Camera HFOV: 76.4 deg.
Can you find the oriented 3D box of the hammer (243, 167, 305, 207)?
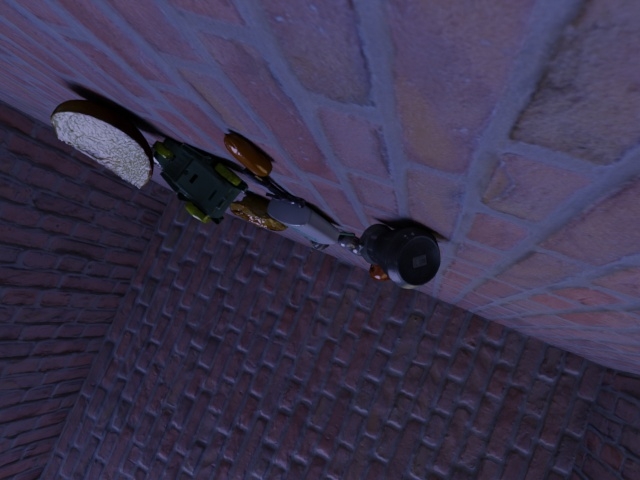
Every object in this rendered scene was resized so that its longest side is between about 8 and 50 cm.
[{"bbox_3d":[-0.170,-0.180,1.351,0.137,0.037,0.289,19,174,27],"label":"hammer"}]

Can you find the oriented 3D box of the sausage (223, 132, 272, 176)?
[{"bbox_3d":[-0.176,-0.207,1.012,0.062,0.054,0.183,-10,159,22],"label":"sausage"}]

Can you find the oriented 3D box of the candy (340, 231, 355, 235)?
[{"bbox_3d":[0.030,-0.042,1.809,0.305,0.083,0.091,7,148,43],"label":"candy"}]

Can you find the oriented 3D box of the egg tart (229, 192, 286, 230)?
[{"bbox_3d":[-0.278,-0.132,1.899,0.289,0.116,0.290,21,174,2],"label":"egg tart"}]

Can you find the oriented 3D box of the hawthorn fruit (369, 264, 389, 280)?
[{"bbox_3d":[0.311,0.138,2.003,0.137,0.133,0.133,13,175,-2],"label":"hawthorn fruit"}]

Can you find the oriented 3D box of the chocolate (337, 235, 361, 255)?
[{"bbox_3d":[0.148,0.021,1.824,0.166,0.072,0.072,26,174,-25],"label":"chocolate"}]

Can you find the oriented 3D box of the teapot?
[{"bbox_3d":[0.233,0.030,1.172,0.202,0.171,0.225,-7,-166,-21],"label":"teapot"}]

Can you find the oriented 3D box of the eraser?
[{"bbox_3d":[-0.059,-0.075,1.599,0.188,0.104,0.290,16,173,28],"label":"eraser"}]

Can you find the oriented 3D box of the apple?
[{"bbox_3d":[-0.668,-0.319,1.302,0.346,0.179,0.254,41,180,-44],"label":"apple"}]

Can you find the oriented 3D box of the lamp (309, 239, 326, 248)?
[{"bbox_3d":[0.000,0.000,2.096,0.101,0.101,0.250,24,172,-13],"label":"lamp"}]

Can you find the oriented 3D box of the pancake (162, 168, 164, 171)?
[{"bbox_3d":[-0.655,-0.305,2.095,0.257,0.056,0.212,21,175,22],"label":"pancake"}]

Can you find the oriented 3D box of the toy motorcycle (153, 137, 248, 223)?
[{"bbox_3d":[-0.422,-0.222,1.408,0.326,0.191,0.200,41,-174,9],"label":"toy motorcycle"}]

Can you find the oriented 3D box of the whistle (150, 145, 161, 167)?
[{"bbox_3d":[-0.600,-0.280,1.776,0.142,0.134,0.346,0,152,39],"label":"whistle"}]
